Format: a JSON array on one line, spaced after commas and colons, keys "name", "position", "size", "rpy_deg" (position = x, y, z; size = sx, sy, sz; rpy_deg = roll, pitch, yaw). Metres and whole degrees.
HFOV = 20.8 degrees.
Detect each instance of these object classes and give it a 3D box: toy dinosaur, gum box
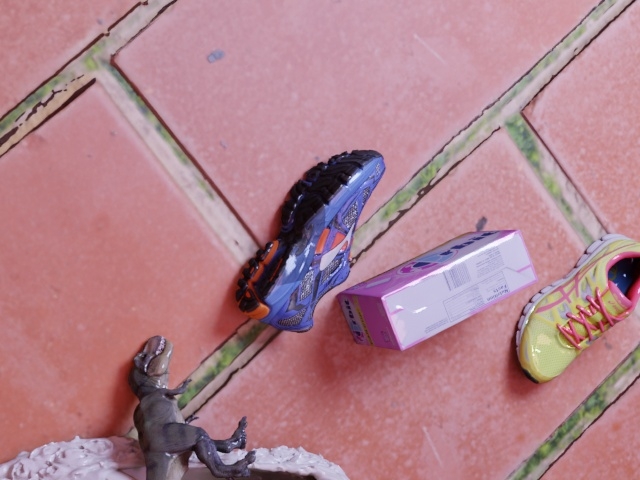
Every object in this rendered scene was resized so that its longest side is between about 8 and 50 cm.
[{"name": "toy dinosaur", "position": [-0.126, 0.196, 1.671], "size": [0.118, 0.268, 0.064], "rpy_deg": [6, 123, -11]}, {"name": "gum box", "position": [0.127, 0.048, 1.840], "size": [0.188, 0.107, 0.062], "rpy_deg": [-25, 100, -22]}]

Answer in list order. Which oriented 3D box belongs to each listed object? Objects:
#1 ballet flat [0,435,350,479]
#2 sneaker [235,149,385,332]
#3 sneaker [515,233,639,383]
[{"name": "ballet flat", "position": [-0.147, 0.259, 1.706], "size": [0.409, 0.147, 0.147], "rpy_deg": [-3, 92, -24]}, {"name": "sneaker", "position": [0.000, 0.000, 1.808], "size": [0.087, 0.083, 0.221], "rpy_deg": [41, 80, -33]}, {"name": "sneaker", "position": [0.297, 0.073, 1.925], "size": [0.081, 0.094, 0.208], "rpy_deg": [45, 75, -20]}]
